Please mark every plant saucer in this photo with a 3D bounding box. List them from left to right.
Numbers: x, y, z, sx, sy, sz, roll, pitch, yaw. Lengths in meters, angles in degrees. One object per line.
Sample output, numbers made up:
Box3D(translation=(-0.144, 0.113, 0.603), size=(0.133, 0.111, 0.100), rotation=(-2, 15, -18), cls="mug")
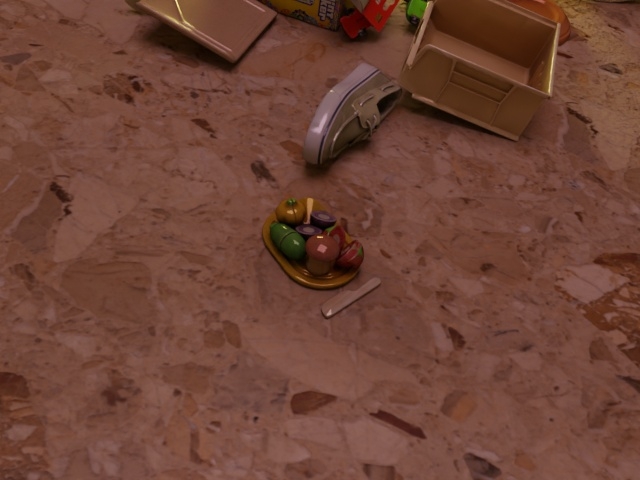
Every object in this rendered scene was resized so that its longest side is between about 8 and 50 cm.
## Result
Box3D(translation=(0.467, -0.502, 1.765), size=(0.199, 0.037, 0.200), rotation=(4, 47, -5), cls="plant saucer")

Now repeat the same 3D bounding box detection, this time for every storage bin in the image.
Box3D(translation=(0.308, -0.356, 1.516), size=(0.260, 0.123, 0.262), rotation=(23, 48, -2), cls="storage bin")

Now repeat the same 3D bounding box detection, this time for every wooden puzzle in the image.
Box3D(translation=(-0.226, -0.459, 1.587), size=(0.220, 0.044, 0.239), rotation=(30, 43, -1), cls="wooden puzzle")

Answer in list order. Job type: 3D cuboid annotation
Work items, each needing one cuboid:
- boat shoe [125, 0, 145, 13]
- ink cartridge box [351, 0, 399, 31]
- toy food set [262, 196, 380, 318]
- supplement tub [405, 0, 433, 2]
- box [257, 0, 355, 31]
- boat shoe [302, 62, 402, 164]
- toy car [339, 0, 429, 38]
Box3D(translation=(-0.335, -0.494, 1.620), size=(0.132, 0.049, 0.042), rotation=(4, 50, -15), cls="boat shoe")
Box3D(translation=(0.115, -0.526, 1.570), size=(0.045, 0.179, 0.145), rotation=(23, 79, 50), cls="ink cartridge box")
Box3D(translation=(0.000, 0.000, 1.192), size=(0.128, 0.071, 0.218), rotation=(-23, 55, -27), cls="toy food set")
Box3D(translation=(0.282, -0.558, 1.732), size=(0.190, 0.117, 0.117), rotation=(23, 48, 12), cls="supplement tub")
Box3D(translation=(-0.027, -0.638, 1.716), size=(0.279, 0.177, 0.290), rotation=(22, 47, 11), cls="box")
Box3D(translation=(0.062, -0.226, 1.394), size=(0.094, 0.109, 0.302), rotation=(24, 45, 11), cls="boat shoe")
Box3D(translation=(0.168, -0.504, 1.675), size=(0.224, 0.053, 0.239), rotation=(22, 87, -17), cls="toy car")
